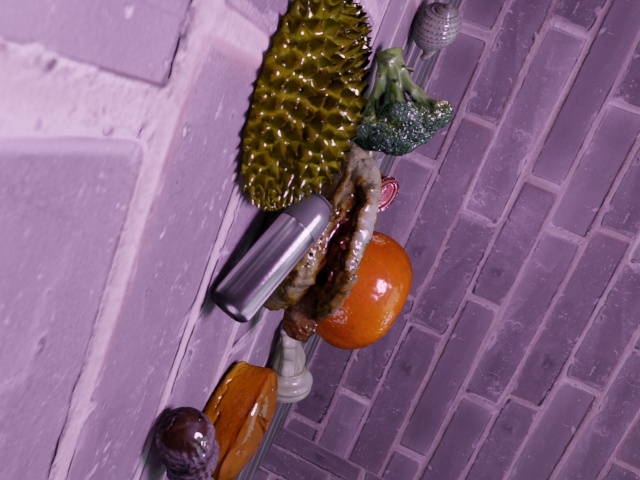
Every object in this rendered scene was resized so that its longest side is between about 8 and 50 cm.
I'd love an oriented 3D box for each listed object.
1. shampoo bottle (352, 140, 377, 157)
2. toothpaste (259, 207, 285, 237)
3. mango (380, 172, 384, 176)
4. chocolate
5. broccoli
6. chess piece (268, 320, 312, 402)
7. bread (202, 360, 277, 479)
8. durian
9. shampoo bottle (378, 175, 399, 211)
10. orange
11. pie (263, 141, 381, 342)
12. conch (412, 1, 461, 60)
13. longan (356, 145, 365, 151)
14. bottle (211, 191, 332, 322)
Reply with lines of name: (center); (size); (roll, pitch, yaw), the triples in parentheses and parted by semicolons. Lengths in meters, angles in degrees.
shampoo bottle: (0.128, -0.270, 1.417); (0.162, 0.079, 0.079); (-47, 159, -66)
toothpaste: (-0.032, -0.134, 0.881); (0.393, 0.061, 0.098); (-67, 167, 14)
mango: (0.112, -0.121, 1.546); (0.193, 0.146, 0.316); (-61, -176, -23)
chocolate: (-0.234, 0.372, 0.863); (0.110, 0.110, 0.248); (-60, 172, -35)
broccoli: (0.194, -0.348, 1.218); (0.254, 0.268, 0.269); (-48, 161, -78)
chess piece: (-0.100, 0.372, 1.604); (0.176, 0.175, 0.299); (-48, 147, -63)
bread: (-0.192, 0.417, 1.120); (0.270, 0.142, 0.195); (-60, 169, -24)
durian: (-0.032, -0.195, 0.693); (0.352, 0.158, 0.169); (-69, -155, 17)
shampoo bottle: (0.104, -0.124, 1.288); (0.102, 0.064, 0.260); (-51, -158, -10)
orange: (0.113, 0.157, 1.641); (0.424, 0.326, 0.424); (-59, -177, 6)
pie: (0.009, -0.024, 1.082); (0.395, 0.180, 0.418); (120, -11, -54)
conch: (0.355, -0.679, 1.544); (0.200, 0.131, 0.173); (-36, -135, 47)
longan: (0.079, -0.201, 1.248); (0.092, 0.113, 0.113); (-62, 173, 16)
bottle: (-0.082, 0.018, 0.819); (0.254, 0.096, 0.079); (-49, -172, -18)
